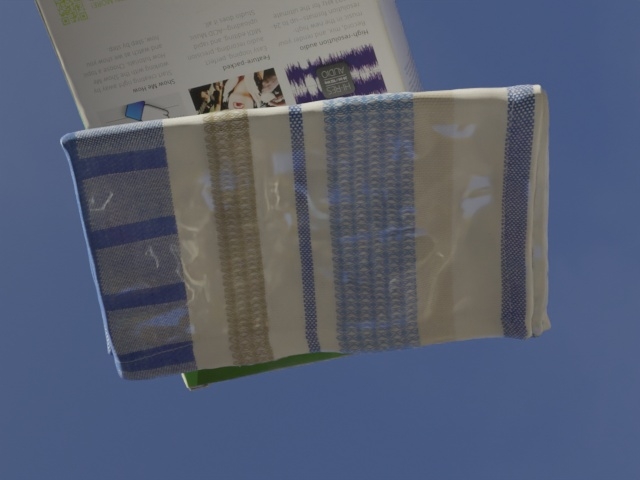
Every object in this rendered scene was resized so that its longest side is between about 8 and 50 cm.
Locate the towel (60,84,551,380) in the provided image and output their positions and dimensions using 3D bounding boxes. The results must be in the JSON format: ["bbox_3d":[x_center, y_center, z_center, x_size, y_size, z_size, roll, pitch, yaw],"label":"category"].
[{"bbox_3d":[0.000,0.000,1.125,0.285,0.209,0.034,-5,-135,-1],"label":"towel"}]

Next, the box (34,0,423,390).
[{"bbox_3d":[-0.036,-0.063,1.300,0.232,0.058,0.322,-12,-69,17],"label":"box"}]
